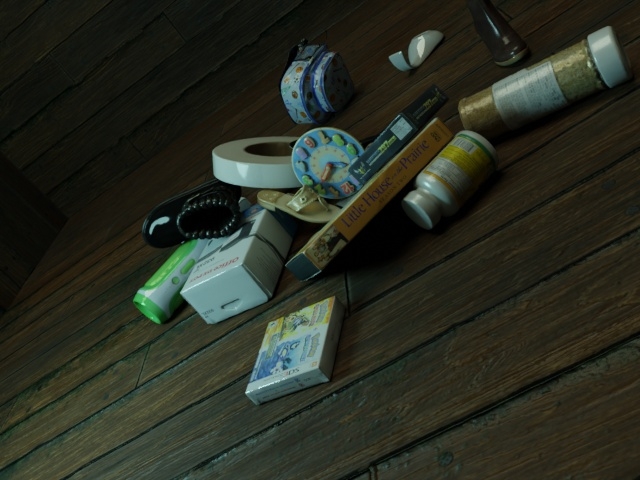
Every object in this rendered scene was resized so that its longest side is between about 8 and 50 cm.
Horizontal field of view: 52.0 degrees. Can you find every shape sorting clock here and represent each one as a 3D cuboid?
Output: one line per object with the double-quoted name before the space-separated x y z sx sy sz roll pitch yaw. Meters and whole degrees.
"shape sorting clock" 0.024 -0.196 1.696 0.206 0.206 0.040 -25 28 29

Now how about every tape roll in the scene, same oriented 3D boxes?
"tape roll" -0.123 -0.237 1.935 0.392 0.072 0.392 0 20 0

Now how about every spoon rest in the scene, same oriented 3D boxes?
"spoon rest" 0.336 -0.656 2.275 0.137 0.084 0.276 -11 24 45

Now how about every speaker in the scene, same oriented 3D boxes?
"speaker" -0.420 0.104 1.962 0.131 0.131 0.296 0 46 54

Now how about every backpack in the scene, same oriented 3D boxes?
"backpack" -0.017 -0.554 2.392 0.213 0.276 0.263 11 56 43

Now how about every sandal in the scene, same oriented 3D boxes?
"sandal" -0.056 -0.113 1.722 0.240 0.079 0.088 13 39 14

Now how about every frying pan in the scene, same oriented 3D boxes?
"frying pan" 0.058 -0.269 1.844 0.197 0.053 0.326 19 28 41

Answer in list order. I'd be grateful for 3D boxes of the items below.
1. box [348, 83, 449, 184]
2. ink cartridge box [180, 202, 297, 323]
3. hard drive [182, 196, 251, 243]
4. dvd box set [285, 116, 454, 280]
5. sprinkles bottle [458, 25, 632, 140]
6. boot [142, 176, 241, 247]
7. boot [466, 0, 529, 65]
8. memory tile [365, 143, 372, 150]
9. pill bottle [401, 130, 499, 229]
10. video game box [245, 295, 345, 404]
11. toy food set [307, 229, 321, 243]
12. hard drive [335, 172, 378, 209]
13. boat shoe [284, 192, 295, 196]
"box" 0.184 -0.251 1.560 0.183 0.059 0.232 -44 0 -42
"ink cartridge box" -0.211 0.049 1.757 0.223 0.129 0.307 -25 28 28
"hard drive" -0.401 -0.073 2.329 0.233 0.047 0.353 -47 26 -15
"dvd box set" 0.100 -0.082 1.496 0.420 0.062 0.307 -45 1 -13
"sprinkles bottle" 0.485 -0.332 1.443 0.355 0.121 0.121 -23 29 32
"boot" -0.373 -0.052 1.842 0.348 0.131 0.260 -33 23 11
"boot" 0.470 -0.598 1.809 0.090 0.207 0.248 -34 25 12
"memory tile" 0.138 -0.262 1.938 0.113 0.012 0.148 -48 27 -18
"pill bottle" 0.272 -0.125 1.395 0.208 0.117 0.117 -45 25 -13
"video game box" -0.048 0.223 1.339 0.187 0.048 0.205 -23 29 27
"toy food set" 0.000 0.000 1.678 0.083 0.020 0.082 -41 24 -2
"hard drive" 0.112 -0.127 1.734 0.135 0.022 0.094 -44 25 -10
"boat shoe" -0.098 -0.123 1.996 0.137 0.043 0.049 -2 42 51
